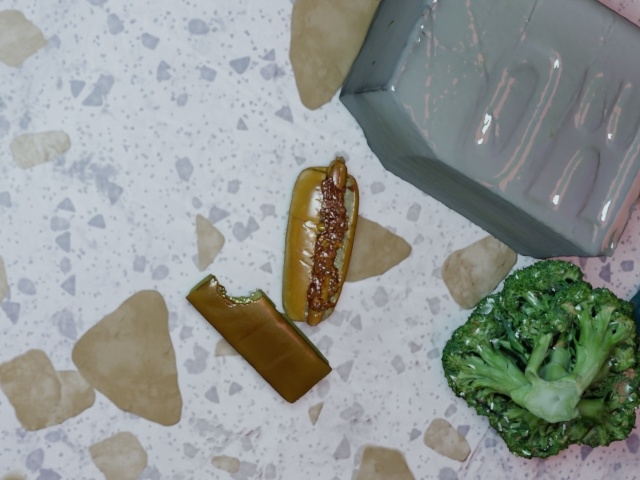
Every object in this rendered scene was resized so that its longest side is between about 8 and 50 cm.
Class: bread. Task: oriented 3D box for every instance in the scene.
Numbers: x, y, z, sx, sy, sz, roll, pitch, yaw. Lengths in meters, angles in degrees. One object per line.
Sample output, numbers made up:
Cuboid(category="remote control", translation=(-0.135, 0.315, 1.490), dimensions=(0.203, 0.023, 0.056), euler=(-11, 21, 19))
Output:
Cuboid(category="bread", translation=(-0.087, 0.128, 1.880), dimensions=(0.088, 0.049, 0.226), euler=(-39, 109, 8))

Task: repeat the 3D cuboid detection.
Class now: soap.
Cuboid(category="soap", translation=(0.267, -0.205, 1.892), dimensions=(0.435, 0.213, 0.350), euler=(29, 87, -20))

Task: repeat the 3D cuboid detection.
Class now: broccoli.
Cuboid(category="broccoli", translation=(0.334, 0.185, 1.946), dimensions=(0.308, 0.275, 0.307), euler=(5, 107, 15))

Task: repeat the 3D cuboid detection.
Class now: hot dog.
Cuboid(category="hot dog", translation=(0.000, 0.000, 1.890), dimensions=(0.102, 0.076, 0.249), euler=(8, 95, -17))

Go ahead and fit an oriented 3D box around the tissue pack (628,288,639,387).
Cuboid(category="tissue pack", translation=(0.526, 0.149, 2.074), dimensions=(0.169, 0.120, 0.082), euler=(-47, 126, -10))
